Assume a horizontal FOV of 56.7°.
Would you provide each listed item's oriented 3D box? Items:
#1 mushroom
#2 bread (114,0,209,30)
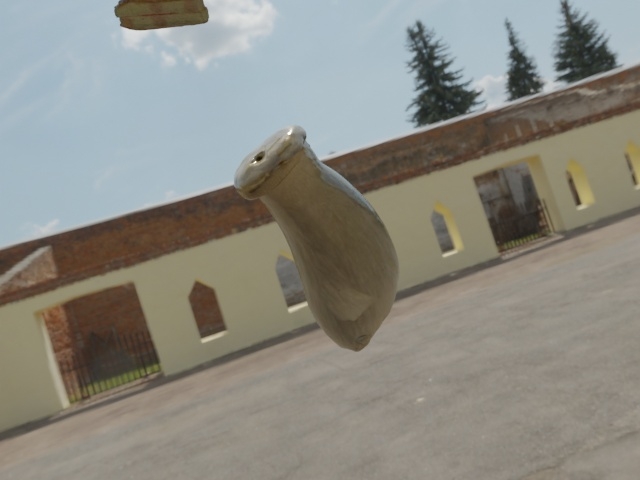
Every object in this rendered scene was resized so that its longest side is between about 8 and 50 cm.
[{"bbox_3d":[0.010,-0.001,0.588,0.108,0.247,0.096,-26,32,7],"label":"mushroom"},{"bbox_3d":[-0.185,-0.282,0.702,0.108,0.062,0.043,-4,-39,4],"label":"bread"}]
